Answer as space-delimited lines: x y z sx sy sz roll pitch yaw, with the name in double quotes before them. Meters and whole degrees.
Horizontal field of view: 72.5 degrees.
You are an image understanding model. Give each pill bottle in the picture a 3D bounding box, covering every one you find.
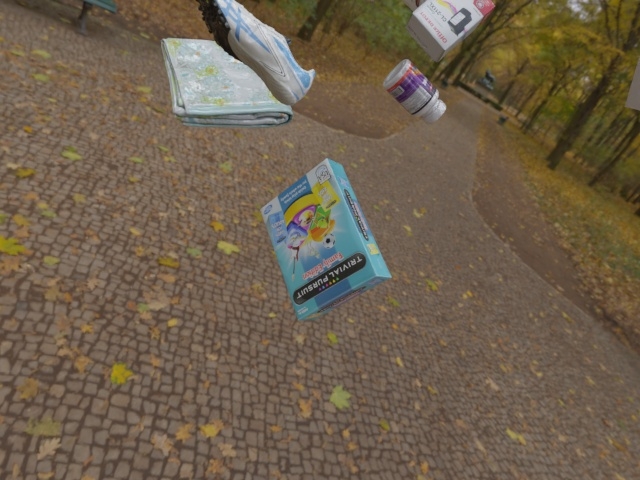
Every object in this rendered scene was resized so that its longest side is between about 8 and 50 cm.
"pill bottle" 0.295 -0.453 1.350 0.193 0.108 0.108 38 24 -19

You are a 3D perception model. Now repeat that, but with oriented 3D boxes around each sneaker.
"sneaker" -0.108 -0.335 0.731 0.237 0.086 0.085 43 -16 -19

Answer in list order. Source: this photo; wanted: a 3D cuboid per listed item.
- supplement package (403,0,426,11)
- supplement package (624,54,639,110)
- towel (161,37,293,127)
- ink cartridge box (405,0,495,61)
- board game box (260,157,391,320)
"supplement package" 0.395 -1.011 1.651 0.203 0.145 0.262 -26 62 -8
"supplement package" 1.028 -0.498 1.203 0.199 0.262 0.198 34 -21 37
"towel" -0.298 -0.506 1.393 0.374 0.090 0.321 -7 65 -27
"ink cartridge box" 0.326 -0.565 1.106 0.127 0.175 0.072 48 -3 -1
"board game box" 0.000 0.000 1.130 0.079 0.253 0.336 11 51 -53
